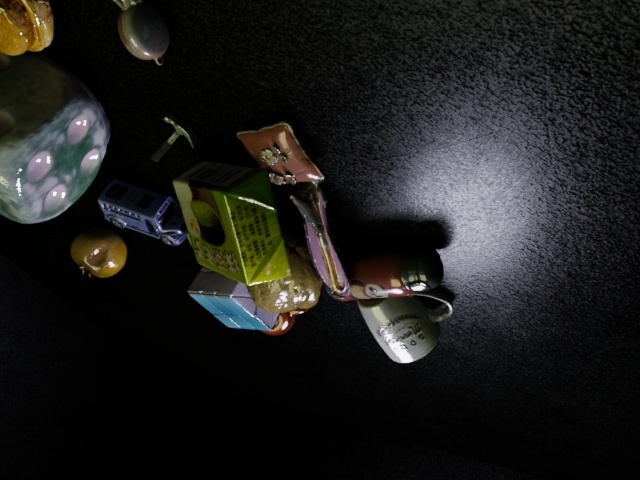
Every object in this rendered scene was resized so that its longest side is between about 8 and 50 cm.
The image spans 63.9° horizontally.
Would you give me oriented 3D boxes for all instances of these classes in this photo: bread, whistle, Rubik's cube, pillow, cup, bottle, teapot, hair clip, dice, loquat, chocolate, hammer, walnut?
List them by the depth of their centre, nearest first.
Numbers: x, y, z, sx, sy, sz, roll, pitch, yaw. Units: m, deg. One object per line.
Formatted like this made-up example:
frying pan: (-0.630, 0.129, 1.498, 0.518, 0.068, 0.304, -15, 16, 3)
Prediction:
whistle: (-0.367, -0.448, 1.002, 0.057, 0.107, 0.220, 0, 129, 29)
bread: (-0.704, -0.511, 1.114, 0.236, 0.120, 0.198, 32, 151, -12)
pillow: (-0.096, -0.198, 1.213, 0.171, 0.075, 0.179, -1, 139, 40)
chocolate: (-0.233, -0.045, 1.321, 0.301, 0.137, 0.288, 17, 126, 47)
dice: (-0.790, -0.275, 1.342, 0.330, 0.348, 0.328, 28, 150, 5)
hair clip: (-0.001, 0.000, 1.355, 0.110, 0.095, 0.358, -9, 120, 18)
hammer: (-0.408, -0.259, 1.391, 0.103, 0.029, 0.246, 38, 149, -20)
bottle: (0.172, 0.085, 1.405, 0.336, 0.144, 0.144, -10, 135, 41)
walnut: (-0.105, 0.095, 1.528, 0.283, 0.227, 0.283, 27, 145, 20)
cup: (0.257, 0.208, 1.533, 0.258, 0.186, 0.234, -27, 119, 18)
Rubik's cube: (-0.258, 0.151, 1.730, 0.225, 0.221, 0.231, -4, 139, 40)
teapot: (-0.156, 0.261, 1.943, 0.252, 0.135, 0.178, -11, 107, 20)
loquat: (-0.876, 0.051, 2.037, 0.213, 0.213, 0.213, 18, 149, 11)

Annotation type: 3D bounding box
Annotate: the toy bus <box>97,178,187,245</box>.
toy bus: (-0.557, -0.094, 1.656, 0.292, 0.125, 0.133, 18, 149, 13)

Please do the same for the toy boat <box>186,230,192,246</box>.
toy boat: (-0.332, -0.041, 1.592, 0.276, 0.111, 0.084, -11, 132, 46)
